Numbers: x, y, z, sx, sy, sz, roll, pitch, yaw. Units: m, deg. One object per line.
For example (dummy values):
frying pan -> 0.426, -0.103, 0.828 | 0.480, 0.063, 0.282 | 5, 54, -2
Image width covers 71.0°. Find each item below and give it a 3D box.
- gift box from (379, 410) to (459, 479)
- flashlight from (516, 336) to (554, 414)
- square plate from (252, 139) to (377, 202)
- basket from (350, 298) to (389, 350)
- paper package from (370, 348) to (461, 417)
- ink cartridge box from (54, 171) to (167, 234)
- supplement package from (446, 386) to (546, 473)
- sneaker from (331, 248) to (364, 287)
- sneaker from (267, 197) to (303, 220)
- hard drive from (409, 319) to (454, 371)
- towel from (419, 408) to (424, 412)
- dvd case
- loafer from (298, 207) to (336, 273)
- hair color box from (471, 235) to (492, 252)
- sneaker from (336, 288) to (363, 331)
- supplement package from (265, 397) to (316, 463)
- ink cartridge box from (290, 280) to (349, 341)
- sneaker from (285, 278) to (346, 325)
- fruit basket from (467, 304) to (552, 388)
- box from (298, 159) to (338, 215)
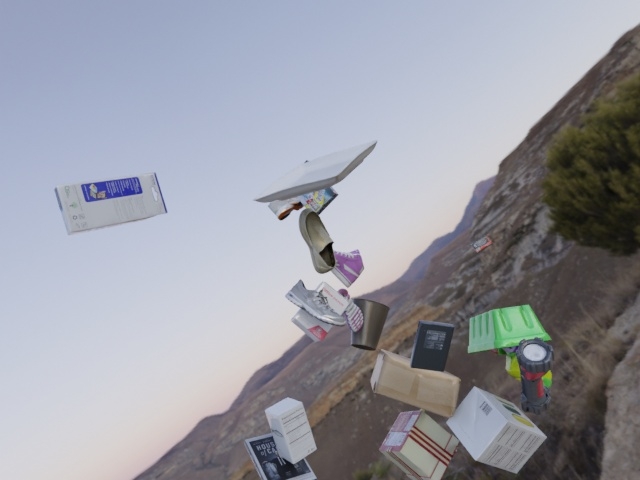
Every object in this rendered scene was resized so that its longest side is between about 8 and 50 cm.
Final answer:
gift box -> 0.465, 0.963, 2.059 | 0.255, 0.258, 0.276 | -49, 1, -24
flashlight -> 0.666, 0.423, 1.380 | 0.103, 0.103, 0.304 | -57, -44, -34
square plate -> -0.009, -0.226, 1.527 | 0.348, 0.049, 0.344 | -11, 23, 35
basket -> 0.239, 0.432, 2.278 | 0.154, 0.205, 0.226 | 144, 142, -63
paper package -> 0.393, 0.601, 1.921 | 0.309, 0.325, 0.168 | 71, -144, -79
ink cartridge box -> -0.722, -0.134, 1.570 | 0.333, 0.165, 0.065 | -16, 0, -39
supplement package -> 0.688, 0.744, 1.767 | 0.198, 0.263, 0.199 | -57, 28, 9
sneaker -> 0.087, 0.069, 2.048 | 0.161, 0.282, 0.102 | -46, 25, -4
sneaker -> -0.164, -0.210, 2.344 | 0.262, 0.121, 0.099 | -34, -20, -44
hard drive -> 0.300, 0.286, 1.211 | 0.022, 0.094, 0.135 | -99, 17, -76
towel -> 0.504, 1.017, 2.433 | 0.102, 0.021, 0.237 | -77, 12, -60
dvd case -> -0.146, 0.782, 1.594 | 0.180, 0.239, 0.029 | 0, -66, -32
loafer -> 0.000, 0.000, 1.724 | 0.092, 0.268, 0.102 | -5, 20, 47
hair color box -> 0.702, 0.016, 1.950 | 0.072, 0.043, 0.141 | -37, -15, 20
sneaker -> 0.118, 0.335, 2.162 | 0.105, 0.236, 0.095 | -13, 22, 47
supplement package -> -0.105, 0.663, 1.574 | 0.105, 0.179, 0.105 | -19, 3, -33
ink cartridge box -> -0.001, 0.312, 1.972 | 0.218, 0.159, 0.092 | -49, 0, -24
sneaker -> -0.009, 0.260, 1.865 | 0.115, 0.282, 0.105 | -58, -14, -9
fruit basket -> 0.846, 0.490, 1.984 | 0.283, 0.391, 0.392 | -7, -16, -4
box -> -0.042, -0.249, 2.167 | 0.159, 0.233, 0.044 | -45, -20, 19
